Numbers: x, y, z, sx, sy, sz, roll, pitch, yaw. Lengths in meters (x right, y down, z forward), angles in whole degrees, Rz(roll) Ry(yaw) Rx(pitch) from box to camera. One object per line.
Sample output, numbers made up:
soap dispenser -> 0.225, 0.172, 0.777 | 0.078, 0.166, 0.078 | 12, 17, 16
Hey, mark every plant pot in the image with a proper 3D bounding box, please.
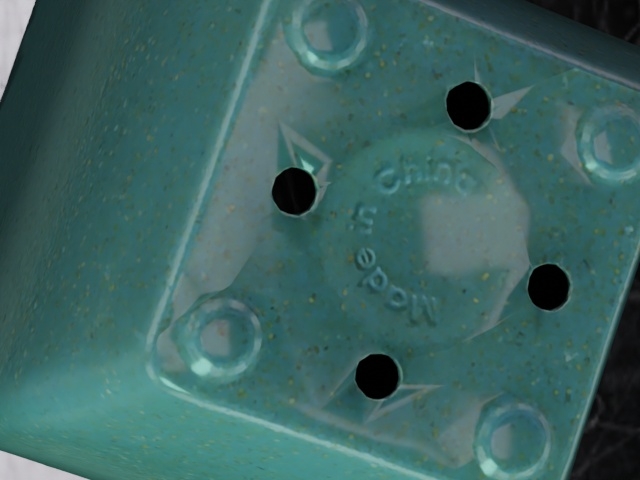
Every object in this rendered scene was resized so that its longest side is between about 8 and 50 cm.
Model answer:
plant pot -> 0.000, 0.000, 0.703 | 0.247, 0.252, 0.247 | 20, 86, -14
